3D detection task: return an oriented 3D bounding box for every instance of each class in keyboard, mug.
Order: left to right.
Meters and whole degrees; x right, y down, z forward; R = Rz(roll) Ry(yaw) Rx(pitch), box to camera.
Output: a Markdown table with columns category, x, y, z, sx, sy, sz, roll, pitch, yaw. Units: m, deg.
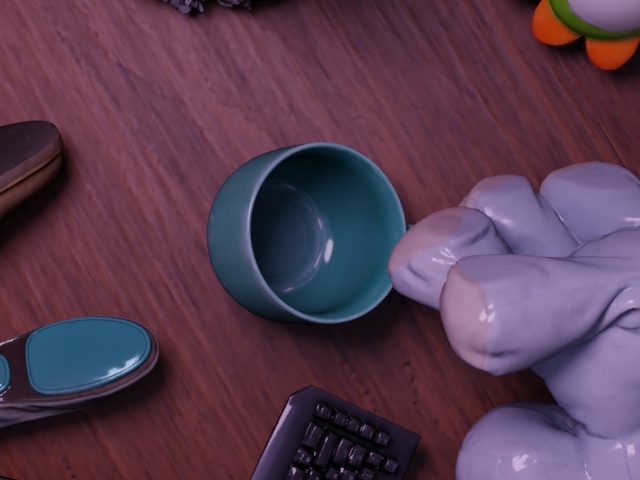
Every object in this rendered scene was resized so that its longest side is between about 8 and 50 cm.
| category | x | y | z | sx | sy | sz | roll | pitch | yaw |
| --- | --- | --- | --- | --- | --- | --- | --- | --- | --- |
| mug | -0.007 | 0.005 | 1.048 | 0.158 | 0.097 | 0.129 | 41 | 69 | -22 |
| keyboard | -0.004 | 0.280 | 1.037 | 0.201 | 0.033 | 0.317 | 28 | 83 | -32 |

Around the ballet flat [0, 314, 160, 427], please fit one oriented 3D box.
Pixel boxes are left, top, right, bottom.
| category | x | y | z | sx | sy | sz | roll | pitch | yaw |
| --- | --- | --- | --- | --- | --- | --- | --- | --- | --- |
| ballet flat | -0.221 | 0.107 | 1.084 | 0.213 | 0.068 | 0.072 | -12 | 58 | 2 |

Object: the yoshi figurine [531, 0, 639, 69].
| category | x | y | z | sx | sy | sz | roll | pitch | yaw |
| --- | --- | --- | --- | --- | --- | --- | --- | --- | --- |
| yoshi figurine | 0.295 | -0.197 | 1.003 | 0.362 | 0.203 | 0.203 | 31 | 76 | 5 |

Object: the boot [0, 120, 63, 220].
| category | x | y | z | sx | sy | sz | roll | pitch | yaw |
| --- | --- | --- | --- | --- | --- | --- | --- | --- | --- |
| boot | -0.311 | 0.021 | 1.088 | 0.305 | 0.112 | 0.115 | -34 | 118 | -1 |

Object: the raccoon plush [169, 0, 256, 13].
| category | x | y | z | sx | sy | sz | roll | pitch | yaw |
| --- | --- | --- | --- | --- | --- | --- | --- | --- | --- |
| raccoon plush | -0.157 | -0.273 | 0.963 | 0.446 | 0.299 | 0.216 | -5 | 90 | 4 |

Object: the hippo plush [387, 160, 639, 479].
| category | x | y | z | sx | sy | sz | roll | pitch | yaw |
| --- | --- | --- | --- | --- | --- | --- | --- | --- | --- |
| hippo plush | 0.198 | 0.090 | 1.017 | 0.294 | 0.234 | 0.236 | -3 | 114 | 2 |

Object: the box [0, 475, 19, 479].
| category | x | y | z | sx | sy | sz | roll | pitch | yaw |
| --- | --- | --- | --- | --- | --- | --- | --- | --- | --- |
| box | -0.208 | 0.303 | 1.033 | 0.307 | 0.076 | 0.242 | 17 | 88 | -13 |
